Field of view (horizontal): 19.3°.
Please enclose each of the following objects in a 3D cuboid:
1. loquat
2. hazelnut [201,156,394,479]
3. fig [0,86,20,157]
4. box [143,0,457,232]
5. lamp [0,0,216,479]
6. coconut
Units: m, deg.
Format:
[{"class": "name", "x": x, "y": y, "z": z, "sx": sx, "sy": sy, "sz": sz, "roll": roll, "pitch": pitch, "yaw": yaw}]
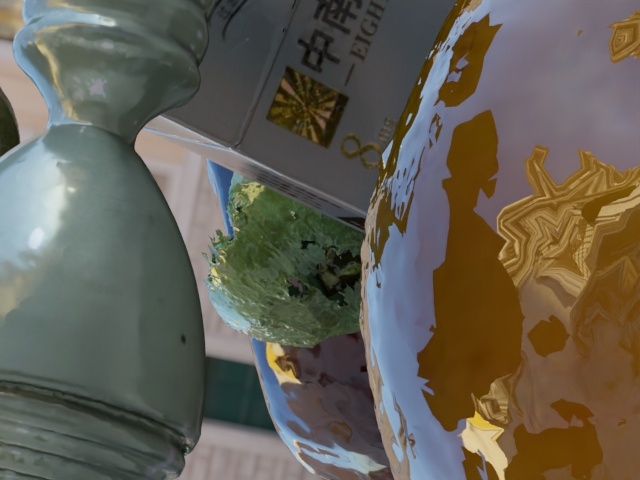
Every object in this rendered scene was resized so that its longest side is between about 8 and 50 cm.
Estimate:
[{"class": "loquat", "x": 0.169, "y": 0.011, "z": 0.677, "sx": 0.328, "sy": 0.328, "sz": 0.328, "roll": -169, "pitch": 90, "yaw": -89}, {"class": "hazelnut", "x": 0.099, "y": -0.012, "z": 1.461, "sx": 0.402, "sy": 0.402, "sz": 0.429, "roll": 104, "pitch": 150, "yaw": -64}, {"class": "fig", "x": -0.266, "y": -0.056, "z": 1.043, "sx": 0.245, "sy": 0.149, "sz": 0.149, "roll": 23, "pitch": -103, "yaw": -72}, {"class": "box", "x": 0.013, "y": -0.094, "z": 0.999, "sx": 0.067, "sy": 0.243, "sz": 0.155, "roll": 1, "pitch": 69, "yaw": 66}, {"class": "lamp", "x": -0.080, "y": -0.002, "z": 0.593, "sx": 0.106, "sy": 0.106, "sz": 0.193, "roll": 107, "pitch": 173, "yaw": -76}, {"class": "coconut", "x": 0.000, "y": 0.004, "z": 1.127, "sx": 0.158, "sy": 0.133, "sz": 0.055, "roll": -35, "pitch": 29, "yaw": 7}]
